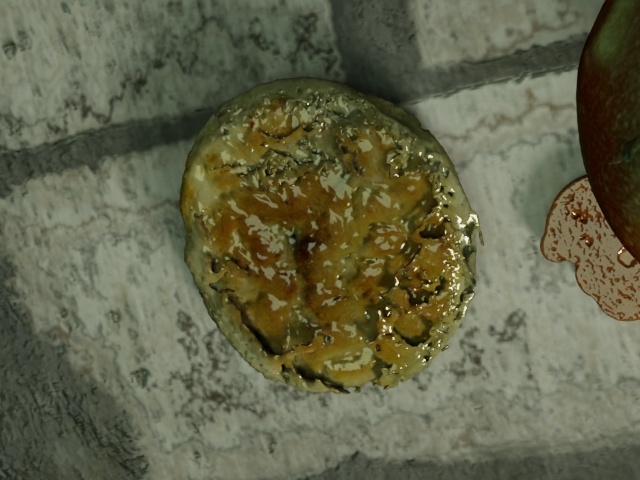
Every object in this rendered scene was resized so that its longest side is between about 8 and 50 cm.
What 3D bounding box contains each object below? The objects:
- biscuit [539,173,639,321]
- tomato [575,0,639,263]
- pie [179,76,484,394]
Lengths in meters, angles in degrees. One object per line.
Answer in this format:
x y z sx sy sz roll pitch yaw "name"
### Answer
0.234 0.005 1.121 0.130 0.019 0.102 37 112 11 "biscuit"
0.303 -0.079 0.894 0.304 0.239 0.303 12 131 14 "tomato"
0.000 0.000 1.198 0.274 0.055 0.274 6 109 19 "pie"
